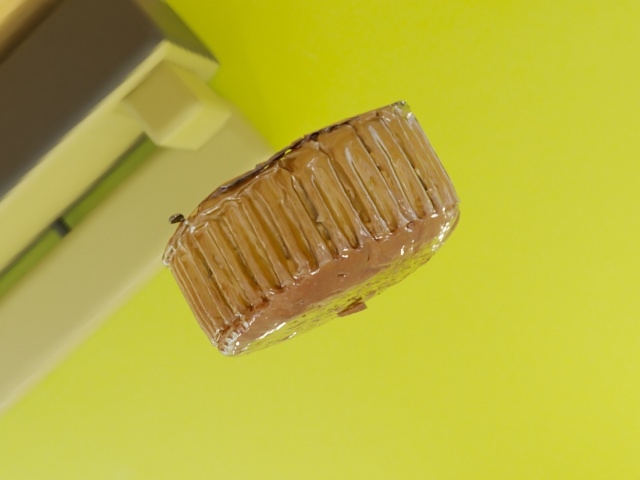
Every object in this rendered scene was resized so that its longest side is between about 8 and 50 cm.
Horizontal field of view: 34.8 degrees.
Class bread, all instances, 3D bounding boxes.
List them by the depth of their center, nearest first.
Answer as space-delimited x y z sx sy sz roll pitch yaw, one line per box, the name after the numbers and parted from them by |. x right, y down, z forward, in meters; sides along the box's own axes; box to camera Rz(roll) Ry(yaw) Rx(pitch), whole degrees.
0.000 0.000 0.679 0.199 0.104 0.199 -30 171 -5 | bread
